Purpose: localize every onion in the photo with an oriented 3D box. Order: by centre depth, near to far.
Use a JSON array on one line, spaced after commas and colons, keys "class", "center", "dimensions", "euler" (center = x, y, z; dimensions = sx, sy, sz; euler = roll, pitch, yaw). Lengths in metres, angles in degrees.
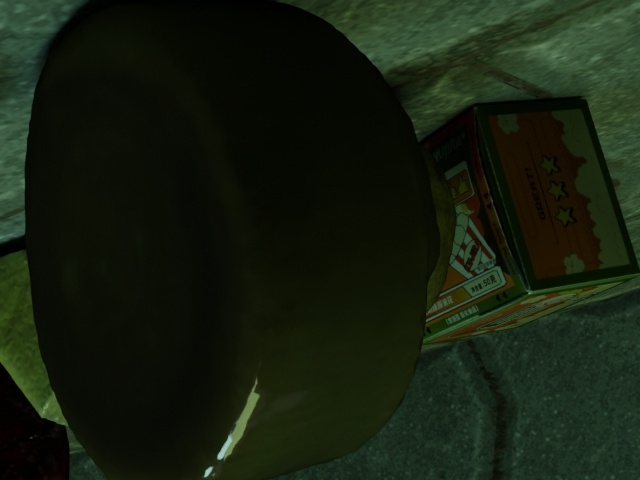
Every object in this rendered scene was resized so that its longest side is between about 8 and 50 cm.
[{"class": "onion", "center": [-0.457, 0.305, 1.767], "dimensions": [0.281, 0.281, 0.221], "euler": [-13, 134, -6]}]

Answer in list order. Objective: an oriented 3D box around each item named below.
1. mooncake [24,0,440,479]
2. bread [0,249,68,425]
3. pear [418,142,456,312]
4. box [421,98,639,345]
[{"class": "mooncake", "center": [-0.057, 0.001, 0.756], "dimensions": [0.156, 0.284, 0.284], "euler": [-7, 166, -34]}, {"class": "bread", "center": [-0.170, 0.040, 1.245], "dimensions": [0.236, 0.198, 0.263], "euler": [-49, 151, 7]}, {"class": "pear", "center": [0.000, 0.000, 1.047], "dimensions": [0.211, 0.188, 0.228], "euler": [8, 158, -31]}, {"class": "box", "center": [0.163, -0.014, 1.212], "dimensions": [0.148, 0.177, 0.195], "euler": [-6, 166, -31]}]
